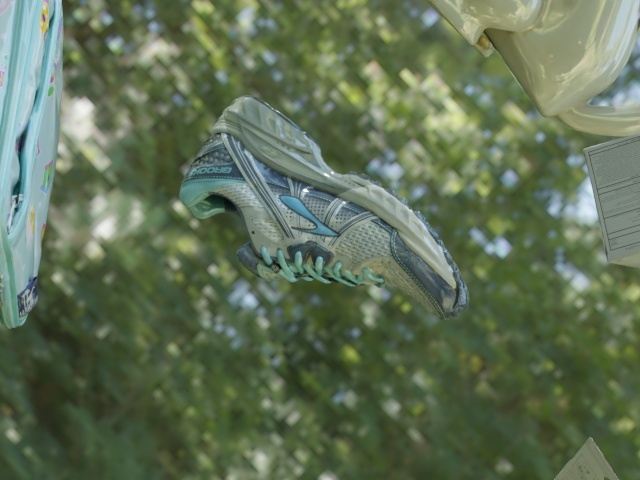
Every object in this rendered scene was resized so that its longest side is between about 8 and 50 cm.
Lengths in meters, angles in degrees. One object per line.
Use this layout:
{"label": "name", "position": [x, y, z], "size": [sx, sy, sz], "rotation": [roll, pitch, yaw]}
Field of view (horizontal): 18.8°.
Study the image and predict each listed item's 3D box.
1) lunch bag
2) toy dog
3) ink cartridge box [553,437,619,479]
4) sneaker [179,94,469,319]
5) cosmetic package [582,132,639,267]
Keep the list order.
{"label": "lunch bag", "position": [-0.259, -0.078, 1.481], "size": [0.108, 0.279, 0.224], "rotation": [5, -29, -5]}
{"label": "toy dog", "position": [0.306, -0.356, 2.095], "size": [0.395, 0.408, 0.284], "rotation": [46, 7, 15]}
{"label": "ink cartridge box", "position": [0.320, 0.305, 2.146], "size": [0.145, 0.045, 0.179], "rotation": [58, -29, 21]}
{"label": "sneaker", "position": [0.000, 0.000, 1.653], "size": [0.283, 0.122, 0.110], "rotation": [35, -12, 25]}
{"label": "cosmetic package", "position": [0.305, -0.025, 1.643], "size": [0.239, 0.060, 0.099], "rotation": [8, 70, -59]}
